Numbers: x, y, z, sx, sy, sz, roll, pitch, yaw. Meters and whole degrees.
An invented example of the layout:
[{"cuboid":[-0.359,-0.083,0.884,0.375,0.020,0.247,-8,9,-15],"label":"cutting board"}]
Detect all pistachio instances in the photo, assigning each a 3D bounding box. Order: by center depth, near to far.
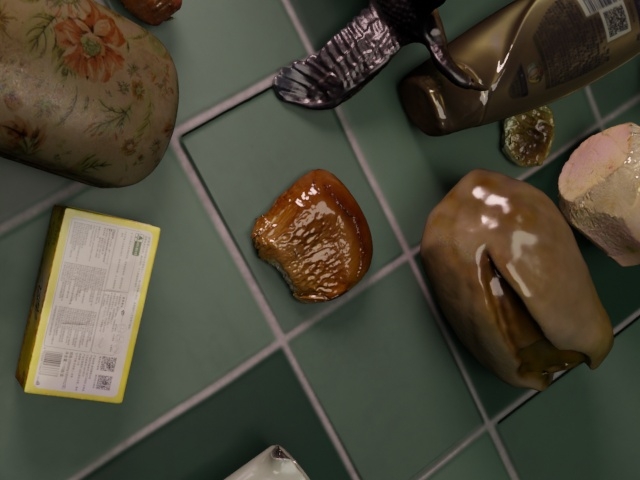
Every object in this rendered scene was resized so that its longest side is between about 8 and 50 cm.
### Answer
[{"cuboid":[0.219,0.045,1.040,0.166,0.197,0.288,-20,123,23],"label":"pistachio"}]

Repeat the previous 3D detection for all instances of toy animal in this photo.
[{"cuboid":[0.107,-0.241,0.952,0.197,0.272,0.160,28,47,-16],"label":"toy animal"}]

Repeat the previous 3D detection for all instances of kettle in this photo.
[{"cuboid":[-0.072,0.301,0.959,0.148,0.098,0.127,-34,103,-21],"label":"kettle"}]

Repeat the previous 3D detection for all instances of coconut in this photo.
[{"cuboid":[0.375,-0.050,1.100,0.152,0.147,0.147,37,80,-22],"label":"coconut"}]

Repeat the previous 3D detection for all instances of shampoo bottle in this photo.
[{"cuboid":[0.253,-0.221,1.059,0.350,0.084,0.126,-29,105,-19],"label":"shampoo bottle"}]

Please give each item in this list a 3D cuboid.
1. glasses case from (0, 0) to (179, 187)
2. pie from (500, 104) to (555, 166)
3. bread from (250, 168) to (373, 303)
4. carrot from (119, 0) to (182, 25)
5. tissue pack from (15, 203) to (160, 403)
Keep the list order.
[{"cuboid":[-0.288,-0.160,0.741,0.425,0.098,0.157,20,76,-48],"label":"glasses case"},{"cuboid":[0.251,-0.130,1.102,0.084,0.020,0.085,-3,97,-24],"label":"pie"},{"cuboid":[0.000,0.000,0.990,0.126,0.044,0.129,-41,113,-14],"label":"bread"},{"cuboid":[-0.224,-0.298,0.852,0.248,0.059,0.059,44,77,-19],"label":"carrot"},{"cuboid":[-0.225,0.060,0.883,0.095,0.062,0.176,12,90,-27],"label":"tissue pack"}]
